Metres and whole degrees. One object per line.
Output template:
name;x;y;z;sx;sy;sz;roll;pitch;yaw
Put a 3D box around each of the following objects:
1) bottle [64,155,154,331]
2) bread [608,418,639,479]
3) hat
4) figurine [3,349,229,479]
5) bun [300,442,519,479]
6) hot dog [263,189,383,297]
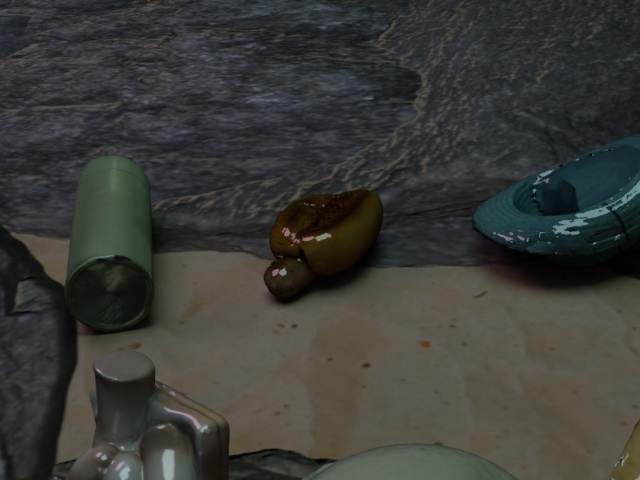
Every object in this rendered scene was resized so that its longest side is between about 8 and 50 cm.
bottle;-0.183;-0.004;0.889;0.072;0.072;0.201;-7;29;-6
bread;0.252;0.184;0.423;0.288;0.156;0.204;21;46;33
hat;0.230;-0.022;0.873;0.191;0.078;0.138;-24;21;3
figurine;-0.156;0.166;0.512;0.237;0.141;0.163;-28;32;-36
bun;0.046;0.176;0.431;0.173;0.172;0.120;-24;23;-31
hot dog;0.002;0.000;0.879;0.090;0.060;0.140;4;23;22
